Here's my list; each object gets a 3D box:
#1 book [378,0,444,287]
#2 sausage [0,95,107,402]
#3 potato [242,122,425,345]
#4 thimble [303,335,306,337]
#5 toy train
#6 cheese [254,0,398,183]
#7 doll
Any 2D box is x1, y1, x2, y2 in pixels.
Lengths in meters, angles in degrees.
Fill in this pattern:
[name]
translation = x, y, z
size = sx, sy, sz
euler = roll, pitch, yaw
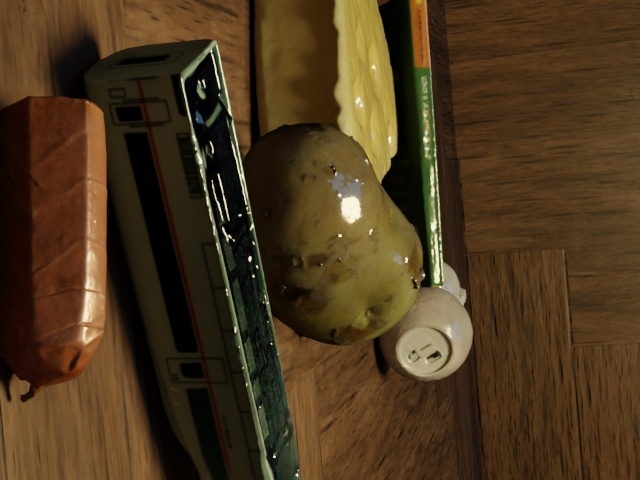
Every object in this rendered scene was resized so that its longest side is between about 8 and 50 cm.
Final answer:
[book]
translation = 0.099, -0.128, 1.616
size = 0.260, 0.043, 0.371
euler = -174, -100, -73
[sausage]
translation = -0.153, 0.006, 0.689
size = 0.065, 0.065, 0.169
euler = 37, 50, -73
[potato]
translation = 0.000, 0.000, 1.143
size = 0.262, 0.165, 0.165
euler = 52, 33, -44
[thimble]
translation = 0.019, 0.036, 1.345
size = 0.150, 0.097, 0.150
euler = -4, 90, -76
[toy train]
translation = -0.086, 0.060, 0.893
size = 0.086, 0.088, 0.407
euler = -66, 149, -61
[cheese]
translation = 0.005, -0.165, 1.333
size = 0.384, 0.104, 0.384
euler = -5, 90, -78
[doll]
translation = 0.165, 0.110, 1.881
size = 0.287, 0.150, 0.151
euler = -72, 154, -69
